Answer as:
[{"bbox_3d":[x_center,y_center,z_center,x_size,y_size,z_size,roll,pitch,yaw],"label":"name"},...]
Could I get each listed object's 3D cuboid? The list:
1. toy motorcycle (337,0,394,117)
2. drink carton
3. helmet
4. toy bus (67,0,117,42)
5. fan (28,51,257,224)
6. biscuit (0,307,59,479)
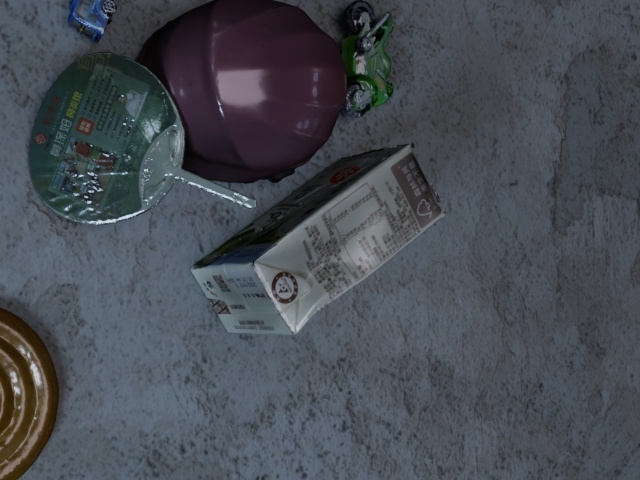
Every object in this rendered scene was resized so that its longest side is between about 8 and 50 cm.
[{"bbox_3d":[0.077,-0.285,1.558,0.106,0.074,0.190,8,82,-42],"label":"toy motorcycle"},{"bbox_3d":[0.001,0.000,1.416,0.324,0.194,0.132,-37,105,-29],"label":"drink carton"},{"bbox_3d":[-0.081,-0.222,1.377,0.338,0.197,0.271,-6,88,-32],"label":"helmet"},{"bbox_3d":[-0.296,-0.349,1.328,0.061,0.051,0.153,21,76,-18],"label":"toy bus"},{"bbox_3d":[-0.258,-0.093,1.278,0.223,0.012,0.294,-38,95,5],"label":"fan"},{"bbox_3d":[-0.449,0.200,1.205,0.261,0.037,0.262,2,87,-34],"label":"biscuit"}]
